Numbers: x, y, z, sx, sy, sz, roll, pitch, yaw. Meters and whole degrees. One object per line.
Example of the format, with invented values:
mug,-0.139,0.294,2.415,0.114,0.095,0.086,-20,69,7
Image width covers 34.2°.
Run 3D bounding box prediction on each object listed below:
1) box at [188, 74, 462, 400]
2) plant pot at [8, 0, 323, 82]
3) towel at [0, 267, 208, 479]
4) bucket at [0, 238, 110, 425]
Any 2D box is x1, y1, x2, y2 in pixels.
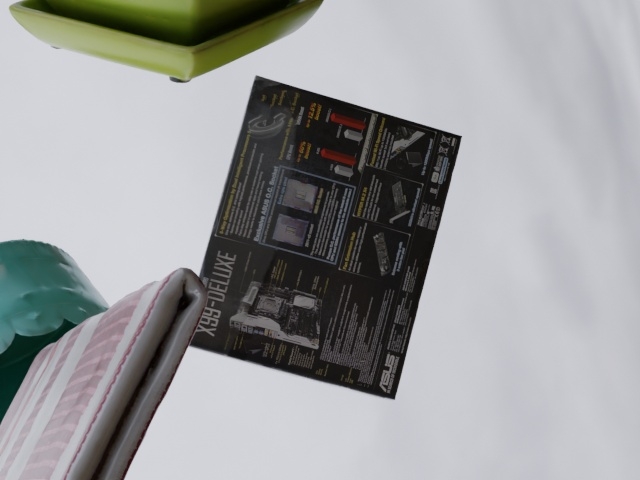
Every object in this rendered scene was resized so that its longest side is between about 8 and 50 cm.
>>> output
box,0.000,0.000,1.153,0.076,0.243,0.307,155,129,-81
plant pot,-0.122,-0.260,0.847,0.228,0.227,0.207,-38,-42,-49
towel,-0.150,0.143,0.511,0.037,0.329,0.237,29,-111,-16
bucket,-0.376,0.147,1.312,0.183,0.281,0.281,49,-171,35
